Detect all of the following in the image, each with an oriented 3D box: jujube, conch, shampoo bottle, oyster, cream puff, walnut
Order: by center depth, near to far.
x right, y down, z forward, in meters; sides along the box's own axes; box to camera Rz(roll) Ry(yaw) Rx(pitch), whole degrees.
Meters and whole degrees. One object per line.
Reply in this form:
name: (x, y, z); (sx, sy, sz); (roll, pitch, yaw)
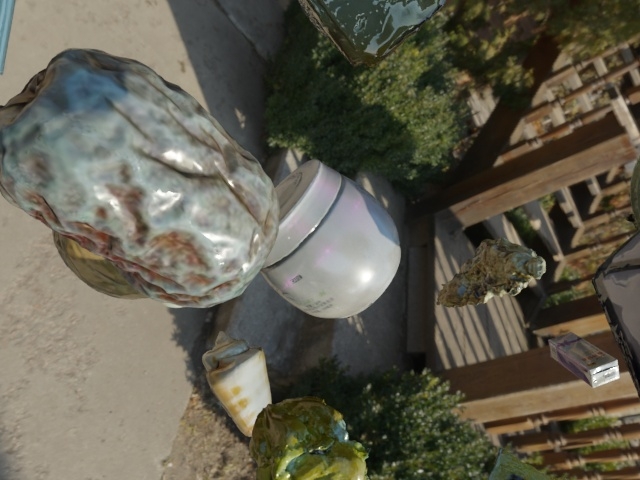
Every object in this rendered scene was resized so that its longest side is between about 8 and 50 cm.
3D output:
jujube: (-0.191, -0.061, 0.569); (0.317, 0.226, 0.226); (38, 41, -33)
cream puff: (-0.029, 0.323, 0.769); (0.221, 0.194, 0.195); (86, 3, -57)
walnut: (-0.322, -0.038, 0.965); (0.333, 0.332, 0.333); (33, 44, -40)
shampoo bottle: (0.000, 0.000, 1.033); (0.266, 0.273, 0.273); (39, 40, -19)
conch: (-0.155, 0.309, 1.121); (0.255, 0.127, 0.158); (55, -4, 1)
oyster: (0.391, 0.062, 1.206); (0.201, 0.354, 0.107); (-38, 96, -25)

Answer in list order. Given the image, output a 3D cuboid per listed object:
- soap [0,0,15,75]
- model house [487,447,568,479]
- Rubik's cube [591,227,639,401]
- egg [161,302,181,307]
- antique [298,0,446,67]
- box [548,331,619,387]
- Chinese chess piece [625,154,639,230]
soap: (-0.464, -0.369, 0.701); (0.087, 0.159, 0.266); (8, 101, -39)
model house: (0.426, 0.574, 1.024); (0.174, 0.234, 0.193); (-35, 134, -38)
Rubik's cube: (0.484, 0.080, 0.452); (0.307, 0.310, 0.305); (32, 30, -3)
egg: (-0.361, 0.096, 1.416); (0.151, 0.209, 0.151); (47, -6, 6)
antique: (-0.011, -0.316, 0.479); (0.284, 0.125, 0.150); (42, 13, -39)
box: (0.430, 0.194, 0.848); (0.117, 0.050, 0.036); (-131, -157, -75)
Chinese chess piece: (0.519, -0.057, 0.662); (0.092, 0.238, 0.238); (-15, 80, -18)
